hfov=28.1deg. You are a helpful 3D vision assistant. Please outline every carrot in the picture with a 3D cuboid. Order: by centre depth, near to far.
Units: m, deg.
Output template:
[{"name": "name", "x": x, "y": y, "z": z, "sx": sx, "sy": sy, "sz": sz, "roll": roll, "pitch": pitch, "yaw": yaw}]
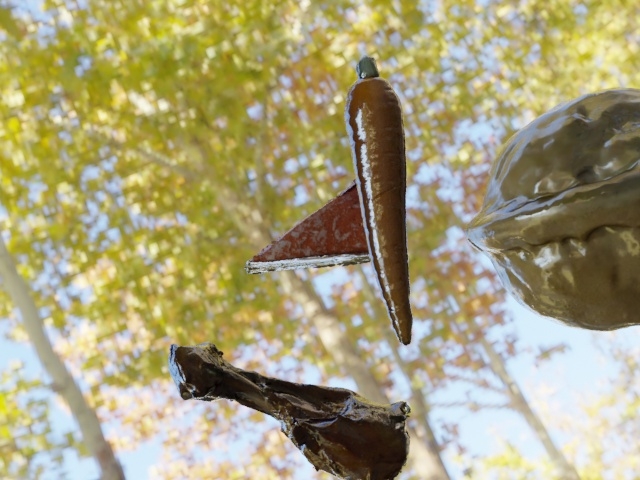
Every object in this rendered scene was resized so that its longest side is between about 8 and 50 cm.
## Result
[{"name": "carrot", "x": 0.070, "y": -0.048, "z": 1.431, "sx": 0.069, "sy": 0.336, "sz": 0.069, "roll": -6, "pitch": -9, "yaw": -1}]

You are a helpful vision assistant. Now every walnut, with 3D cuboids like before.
[{"name": "walnut", "x": 0.426, "y": -0.037, "z": 1.889, "sx": 0.383, "sy": 0.384, "sz": 0.384, "roll": -19, "pitch": -30, "yaw": -11}]

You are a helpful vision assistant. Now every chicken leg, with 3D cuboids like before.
[{"name": "chicken leg", "x": -0.036, "y": 0.189, "z": 1.455, "sx": 0.304, "sy": 0.113, "sz": 0.093, "roll": 25, "pitch": -50, "yaw": -9}]

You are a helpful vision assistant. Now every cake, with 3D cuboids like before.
[{"name": "cake", "x": 0.014, "y": 0.014, "z": 1.799, "sx": 0.220, "sy": 0.117, "sz": 0.086, "roll": -38, "pitch": -6, "yaw": -16}]
